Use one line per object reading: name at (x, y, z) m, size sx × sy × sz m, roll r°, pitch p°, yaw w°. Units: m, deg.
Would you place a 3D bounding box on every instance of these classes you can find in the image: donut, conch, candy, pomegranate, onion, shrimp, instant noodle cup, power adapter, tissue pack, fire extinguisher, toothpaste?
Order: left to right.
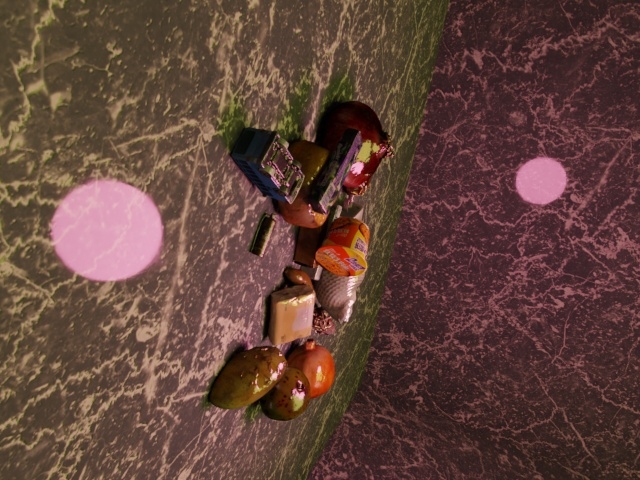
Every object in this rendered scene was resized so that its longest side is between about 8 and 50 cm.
fire extinguisher at (-0.183, -0.023, 1.549) m, size 0.064 × 0.043 × 0.158 m, roll 23°, pitch 81°, yaw -28°
pomegranate at (-0.165, 0.678, 1.979) m, size 0.286 × 0.231 × 0.231 m, roll -64°, pitch 165°, yaw 23°
tissue pack at (-0.116, 0.296, 1.856) m, size 0.186 × 0.090 × 0.222 m, roll -10°, pitch 120°, yaw -30°
donut at (-0.043, -0.192, 1.635) m, size 0.317 × 0.150 × 0.299 m, roll -4°, pitch 112°, yaw -70°
pomegranate at (-0.051, 0.588, 2.181) m, size 0.252 × 0.229 × 0.271 m, roll -27°, pitch 122°, yaw -55°
shrimp at (-0.012, 0.373, 2.231) m, size 0.116 × 0.145 × 0.343 m, roll -52°, pitch 146°, yaw -15°
toothpaste at (0.000, 0.000, 2.023) m, size 0.067 × 0.081 × 0.337 m, roll 19°, pitch 88°, yaw -69°
candy at (0.052, -0.228, 1.540) m, size 0.312 × 0.061 × 0.088 m, roll -62°, pitch 153°, yaw -22°
conch at (0.072, 0.201, 2.127) m, size 0.303 × 0.215 × 0.319 m, roll 99°, pitch 12°, yaw -65°
power adapter at (0.118, -0.096, 2.209) m, size 0.187 × 0.124 × 0.255 m, roll -48°, pitch 148°, yaw -54°
instant noodle cup at (0.100, 0.018, 1.870) m, size 0.213 × 0.213 × 0.174 m, roll 81°, pitch 22°, yaw -52°
donut at (0.186, -0.335, 2.221) m, size 0.269 × 0.103 × 0.270 m, roll 16°, pitch 90°, yaw -70°
onion at (0.162, -0.381, 1.844) m, size 0.347 × 0.285 × 0.348 m, roll -28°, pitch 122°, yaw -59°

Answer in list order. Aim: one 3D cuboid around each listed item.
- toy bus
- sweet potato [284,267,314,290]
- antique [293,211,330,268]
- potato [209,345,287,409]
toy bus at (-0.146, -0.212, 1.348) m, size 0.116 × 0.133 × 0.234 m, roll -67°, pitch 155°, yaw -16°
sweet potato at (-0.080, 0.215, 1.980) m, size 0.114 × 0.092 × 0.342 m, roll -35°, pitch 144°, yaw -24°
antique at (-0.030, -0.050, 1.878) m, size 0.087 × 0.093 × 0.310 m, roll -29°, pitch 132°, yaw -64°
potato at (-0.251, 0.471, 1.625) m, size 0.298 × 0.176 × 0.141 m, roll -26°, pitch 129°, yaw -33°
